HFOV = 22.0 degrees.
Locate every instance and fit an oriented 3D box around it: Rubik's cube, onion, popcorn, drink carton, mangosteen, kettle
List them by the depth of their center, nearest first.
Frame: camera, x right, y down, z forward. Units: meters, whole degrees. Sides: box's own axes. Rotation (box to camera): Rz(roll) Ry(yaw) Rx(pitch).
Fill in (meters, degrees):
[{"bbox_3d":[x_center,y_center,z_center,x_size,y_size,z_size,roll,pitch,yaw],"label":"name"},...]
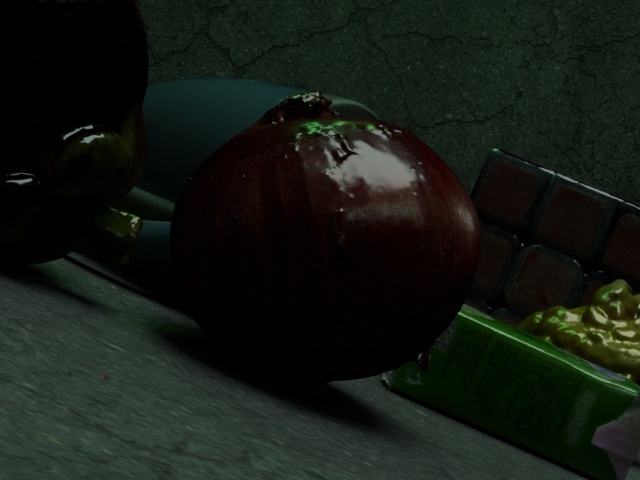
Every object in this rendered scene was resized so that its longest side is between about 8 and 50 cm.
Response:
[{"bbox_3d":[-0.292,-0.126,1.406,0.297,0.313,0.297,3,-30,2],"label":"mangosteen"},{"bbox_3d":[0.000,0.000,1.426,0.276,0.276,0.276,23,3,-1],"label":"onion"},{"bbox_3d":[-0.147,-0.051,1.708,0.342,0.247,0.319,18,26,35],"label":"kettle"},{"bbox_3d":[0.206,0.149,1.720,0.271,0.108,0.161,23,3,2],"label":"drink carton"},{"bbox_3d":[0.347,0.145,2.030,0.200,0.203,0.226,29,-8,-15],"label":"popcorn"},{"bbox_3d":[0.347,0.076,2.307,0.303,0.305,0.301,27,3,22],"label":"Rubik's cube"}]
